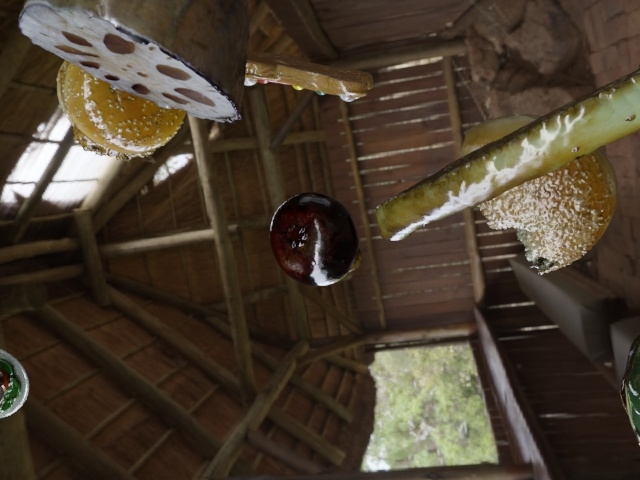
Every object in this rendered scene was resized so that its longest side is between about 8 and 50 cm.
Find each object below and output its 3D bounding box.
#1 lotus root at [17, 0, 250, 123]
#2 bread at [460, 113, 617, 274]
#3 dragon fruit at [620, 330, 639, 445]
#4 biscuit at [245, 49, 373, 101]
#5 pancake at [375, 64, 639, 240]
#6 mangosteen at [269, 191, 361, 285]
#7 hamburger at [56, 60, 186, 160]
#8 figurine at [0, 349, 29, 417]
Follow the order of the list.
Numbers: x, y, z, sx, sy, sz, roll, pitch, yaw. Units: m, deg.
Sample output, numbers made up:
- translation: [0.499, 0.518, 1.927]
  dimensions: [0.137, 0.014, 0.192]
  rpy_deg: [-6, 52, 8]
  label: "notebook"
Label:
- translation: [-0.189, -0.262, 0.664]
  dimensions: [0.272, 0.273, 0.191]
  rpy_deg: [24, -102, -80]
  label: "lotus root"
- translation: [0.384, -0.072, 0.977]
  dimensions: [0.314, 0.192, 0.171]
  rpy_deg: [50, -137, -28]
  label: "bread"
- translation: [0.344, 0.101, 0.450]
  dimensions: [0.295, 0.130, 0.268]
  rpy_deg: [-65, 12, -3]
  label: "dragon fruit"
- translation: [-0.074, -0.304, 1.065]
  dimensions: [0.216, 0.340, 0.047]
  rpy_deg: [-60, -18, -67]
  label: "biscuit"
- translation: [0.203, -0.086, 0.537]
  dimensions: [0.197, 0.377, 0.054]
  rpy_deg: [-33, -84, -54]
  label: "pancake"
- translation: [0.000, 0.000, 0.803]
  dimensions: [0.140, 0.140, 0.139]
  rpy_deg: [-7, -90, -81]
  label: "mangosteen"
- translation: [-0.292, -0.209, 0.866]
  dimensions: [0.182, 0.191, 0.118]
  rpy_deg: [39, 172, -21]
  label: "hamburger"
- translation: [-0.517, 0.243, 0.862]
  dimensions: [0.153, 0.133, 0.132]
  rpy_deg: [-111, 12, -73]
  label: "figurine"
